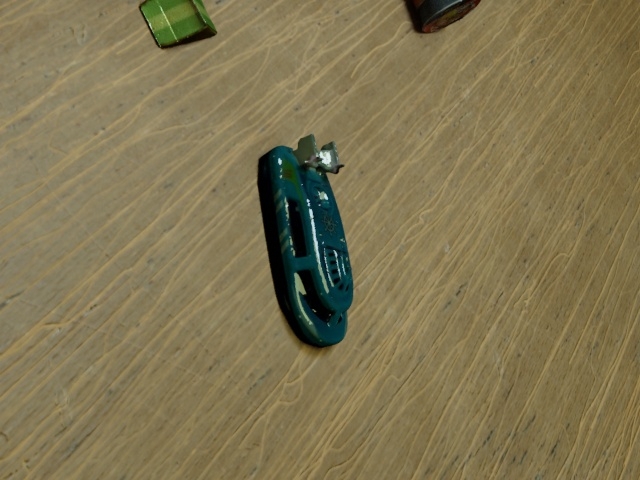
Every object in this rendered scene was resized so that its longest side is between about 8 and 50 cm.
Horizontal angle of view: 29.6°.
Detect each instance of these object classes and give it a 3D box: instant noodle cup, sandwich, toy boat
[{"bbox_3d":[0.214,-0.474,2.241,0.127,0.127,0.135,-17,77,-54],"label":"instant noodle cup"},{"bbox_3d":[-0.200,-0.314,1.722,0.116,0.074,0.074,-49,114,-86],"label":"sandwich"},{"bbox_3d":[0.000,0.000,1.734,0.134,0.092,0.298,11,62,-52],"label":"toy boat"}]
